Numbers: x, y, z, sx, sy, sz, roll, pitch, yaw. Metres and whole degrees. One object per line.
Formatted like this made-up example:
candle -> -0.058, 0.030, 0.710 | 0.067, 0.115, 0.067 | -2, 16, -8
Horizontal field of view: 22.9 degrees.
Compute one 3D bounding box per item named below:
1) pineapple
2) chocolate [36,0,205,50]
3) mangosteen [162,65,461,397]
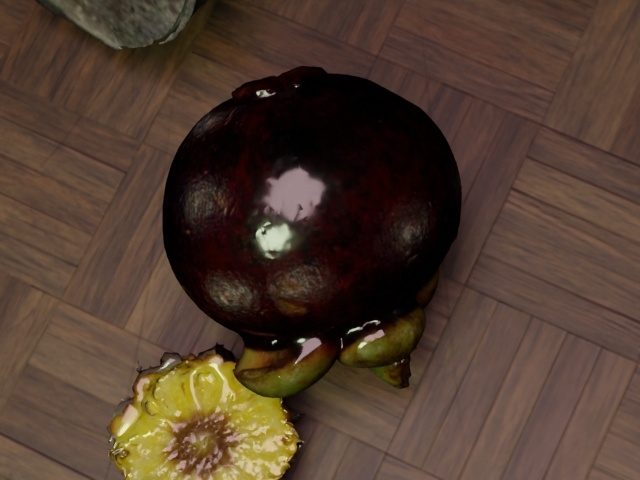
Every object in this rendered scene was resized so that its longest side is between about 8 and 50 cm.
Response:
pineapple -> -0.118, 0.215, 1.654 | 0.224, 0.076, 0.225 | -2, 73, 5
chocolate -> -0.195, -0.385, 1.733 | 0.303, 0.303, 0.213 | 34, 51, 13
mangosteen -> 0.000, 0.000, 1.600 | 0.306, 0.307, 0.347 | -17, 101, 2
